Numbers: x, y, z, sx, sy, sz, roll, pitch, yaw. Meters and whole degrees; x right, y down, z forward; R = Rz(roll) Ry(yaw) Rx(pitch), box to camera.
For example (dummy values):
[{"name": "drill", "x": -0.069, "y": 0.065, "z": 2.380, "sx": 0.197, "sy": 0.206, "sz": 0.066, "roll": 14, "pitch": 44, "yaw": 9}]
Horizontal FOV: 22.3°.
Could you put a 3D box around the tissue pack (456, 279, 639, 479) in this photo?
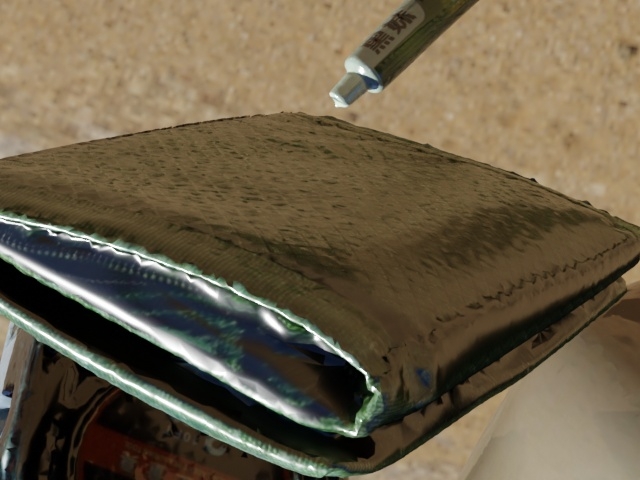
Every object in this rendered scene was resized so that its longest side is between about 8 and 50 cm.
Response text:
[{"name": "tissue pack", "x": 0.162, "y": 0.214, "z": 0.695, "sx": 0.277, "sy": 0.387, "sz": 0.267, "roll": 10, "pitch": -162, "yaw": -40}]

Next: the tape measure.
[{"name": "tape measure", "x": -0.080, "y": 0.119, "z": 0.779, "sx": 0.182, "sy": 0.181, "sz": 0.107, "roll": 26, "pitch": 155, "yaw": -17}]

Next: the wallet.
[{"name": "wallet", "x": -0.001, "y": 0.002, "z": 0.520, "sx": 0.160, "sy": 0.055, "sz": 0.236, "roll": 24, "pitch": -162, "yaw": 22}]

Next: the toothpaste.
[{"name": "toothpaste", "x": 0.077, "y": -0.158, "z": 1.098, "sx": 0.049, "sy": 0.204, "sz": 0.031, "roll": 36, "pitch": 157, "yaw": 24}]
